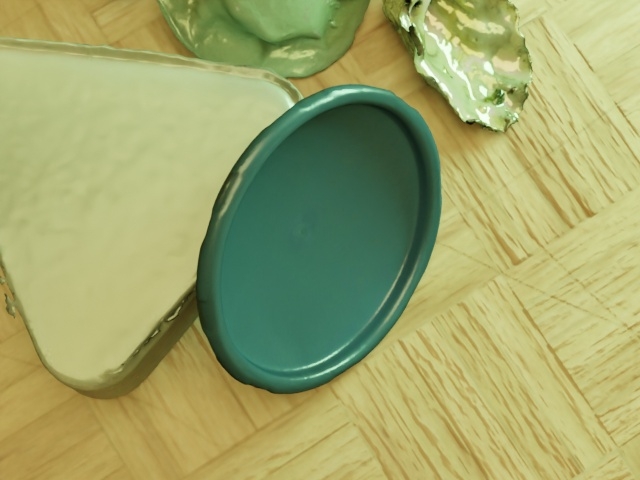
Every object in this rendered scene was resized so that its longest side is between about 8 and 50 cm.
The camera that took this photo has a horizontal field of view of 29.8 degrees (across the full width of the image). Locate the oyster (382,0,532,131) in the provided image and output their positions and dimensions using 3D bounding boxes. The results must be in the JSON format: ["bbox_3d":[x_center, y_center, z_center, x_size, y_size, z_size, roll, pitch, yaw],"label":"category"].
[{"bbox_3d":[0.128,-0.200,1.192,0.209,0.072,0.133,44,72,-15],"label":"oyster"}]

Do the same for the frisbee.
[{"bbox_3d":[-0.003,-0.002,1.064,0.049,0.289,0.289,26,75,40],"label":"frisbee"}]

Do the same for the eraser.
[{"bbox_3d":[-0.153,-0.051,1.100,0.332,0.150,0.331,0,79,-1],"label":"eraser"}]

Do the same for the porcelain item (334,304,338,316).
[{"bbox_3d":[-0.021,0.011,1.158,0.075,0.021,0.136,-1,78,0],"label":"porcelain item"}]

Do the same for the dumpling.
[{"bbox_3d":[-0.047,-0.240,1.162,0.219,0.108,0.152,-14,80,-4],"label":"dumpling"}]
